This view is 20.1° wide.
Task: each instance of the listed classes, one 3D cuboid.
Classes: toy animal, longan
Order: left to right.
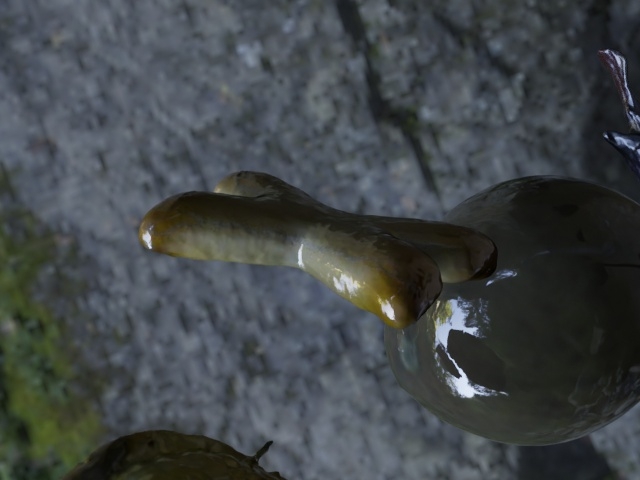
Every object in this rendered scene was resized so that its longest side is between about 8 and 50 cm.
[{"bbox_3d":[0.163,0.058,1.434,0.248,0.248,0.248,57,159,36],"label":"longan"},{"bbox_3d":[0.238,-0.029,1.164,0.070,0.105,0.203,147,116,-77],"label":"toy animal"}]

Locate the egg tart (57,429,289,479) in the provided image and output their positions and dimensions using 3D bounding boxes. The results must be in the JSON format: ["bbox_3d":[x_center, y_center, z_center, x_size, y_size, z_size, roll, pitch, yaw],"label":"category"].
[{"bbox_3d":[-0.080,0.285,1.225,0.351,0.340,0.153,33,150,-23],"label":"egg tart"}]

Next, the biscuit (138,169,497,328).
[{"bbox_3d":[0.001,0.000,1.216,0.207,0.164,0.047,15,109,22],"label":"biscuit"}]
